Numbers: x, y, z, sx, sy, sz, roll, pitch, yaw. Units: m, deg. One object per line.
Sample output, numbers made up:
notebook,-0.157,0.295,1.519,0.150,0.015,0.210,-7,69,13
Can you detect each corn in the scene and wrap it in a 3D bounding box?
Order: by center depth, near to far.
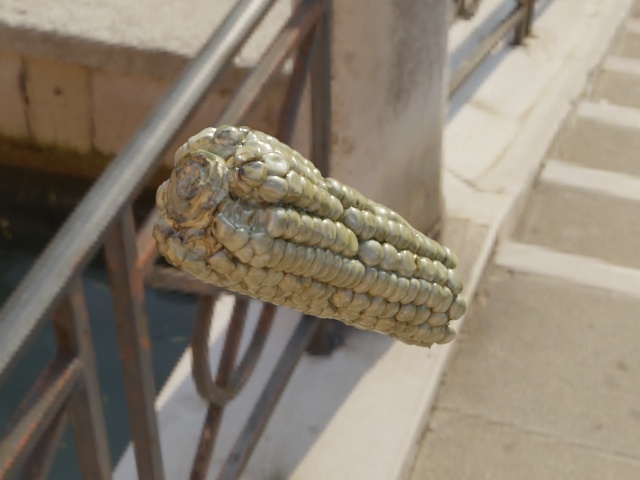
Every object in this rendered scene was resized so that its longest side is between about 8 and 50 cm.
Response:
corn,0.000,0.000,0.787,0.211,0.087,0.087,20,25,-43
